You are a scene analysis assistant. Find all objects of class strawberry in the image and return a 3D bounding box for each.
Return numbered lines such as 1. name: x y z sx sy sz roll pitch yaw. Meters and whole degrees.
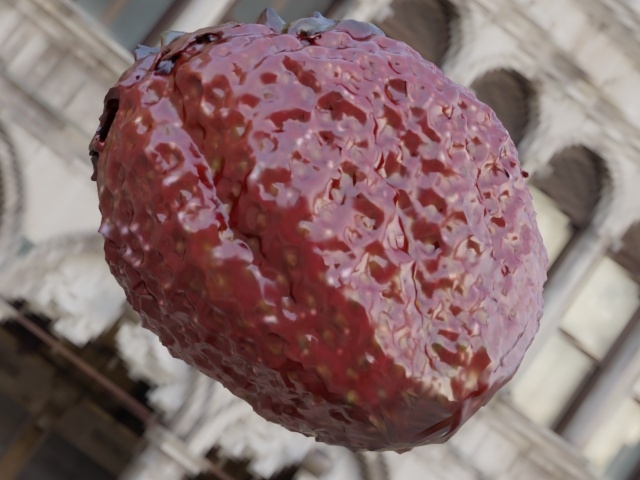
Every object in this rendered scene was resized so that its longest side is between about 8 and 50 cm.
1. strawberry: 0.000 0.000 1.057 0.238 0.250 0.288 33 29 -48
